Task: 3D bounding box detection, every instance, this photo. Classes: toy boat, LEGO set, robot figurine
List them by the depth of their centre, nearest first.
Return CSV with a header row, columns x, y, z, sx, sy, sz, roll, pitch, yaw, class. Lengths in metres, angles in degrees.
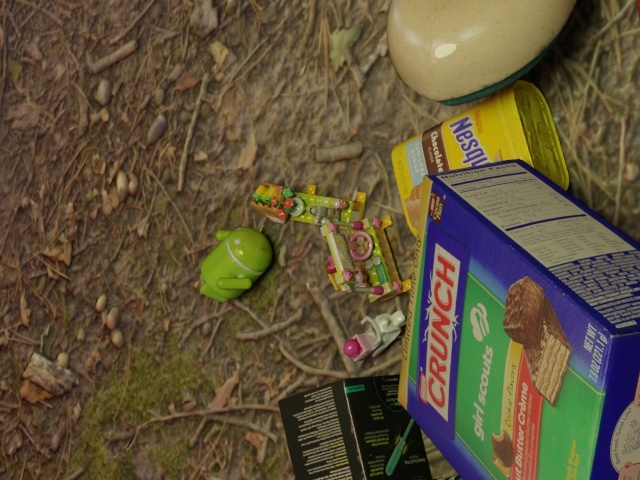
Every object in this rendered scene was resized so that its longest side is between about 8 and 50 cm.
x,y,z,sx,sy,sz,roll,pitch,yaw,class
0.222,-0.219,1.080,0.318,0.148,0.267,13,59,35,toy boat
0.000,0.000,1.287,0.132,0.107,0.287,-53,57,25,LEGO set
-0.107,0.029,1.402,0.115,0.067,0.101,-44,31,30,robot figurine

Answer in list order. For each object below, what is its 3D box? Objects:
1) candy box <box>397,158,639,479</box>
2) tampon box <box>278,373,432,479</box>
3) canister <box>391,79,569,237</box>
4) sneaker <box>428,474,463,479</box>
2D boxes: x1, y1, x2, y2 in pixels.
x,y,z,sx,sy,sz,roll,pitch,yaw,class
0.196,0.109,0.990,0.317,0.122,0.268,-130,38,-57,candy box
0.042,0.241,1.226,0.101,0.120,0.161,-24,72,36,tampon box
0.166,-0.079,1.175,0.170,0.073,0.126,-25,71,38,canister
0.136,0.396,1.153,0.121,0.108,0.302,9,85,41,sneaker
